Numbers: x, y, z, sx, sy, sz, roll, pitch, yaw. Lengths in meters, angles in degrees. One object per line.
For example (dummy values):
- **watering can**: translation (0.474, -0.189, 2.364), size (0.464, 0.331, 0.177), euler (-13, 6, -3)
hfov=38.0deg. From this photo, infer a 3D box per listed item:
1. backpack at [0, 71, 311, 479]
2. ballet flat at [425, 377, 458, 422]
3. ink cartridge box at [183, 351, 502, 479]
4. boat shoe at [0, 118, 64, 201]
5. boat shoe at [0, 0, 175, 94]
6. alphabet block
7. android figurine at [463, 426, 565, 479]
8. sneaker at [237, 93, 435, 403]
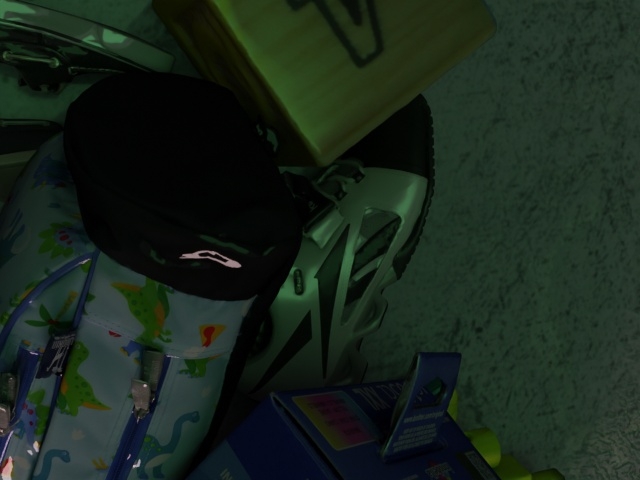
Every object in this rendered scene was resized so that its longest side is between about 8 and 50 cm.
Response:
- **backpack**: translation (-0.169, 0.076, 0.734), size (0.274, 0.290, 0.355), euler (0, 121, -18)
- **ballet flat**: translation (0.037, 0.203, 0.920), size (0.231, 0.077, 0.077), euler (-19, 114, -17)
- **ink cartridge box**: translation (-0.019, 0.250, 0.725), size (0.395, 0.270, 0.151), euler (-45, 67, 15)
- **boat shoe**: translation (-0.315, -0.071, 0.794), size (0.206, 0.075, 0.065), euler (-2, 53, -13)
- **boat shoe**: translation (-0.237, -0.164, 0.795), size (0.219, 0.078, 0.070), euler (13, 99, -14)
- **alphabet block**: translation (-0.004, -0.195, 0.806), size (0.197, 0.192, 0.193), euler (-38, 103, -11)
- **android figurine**: translation (0.121, 0.310, 0.938), size (0.273, 0.056, 0.248), euler (-8, 112, -19)
- **sneaker**: translation (0.000, 0.000, 0.860), size (0.146, 0.122, 0.330), euler (20, 88, -21)
